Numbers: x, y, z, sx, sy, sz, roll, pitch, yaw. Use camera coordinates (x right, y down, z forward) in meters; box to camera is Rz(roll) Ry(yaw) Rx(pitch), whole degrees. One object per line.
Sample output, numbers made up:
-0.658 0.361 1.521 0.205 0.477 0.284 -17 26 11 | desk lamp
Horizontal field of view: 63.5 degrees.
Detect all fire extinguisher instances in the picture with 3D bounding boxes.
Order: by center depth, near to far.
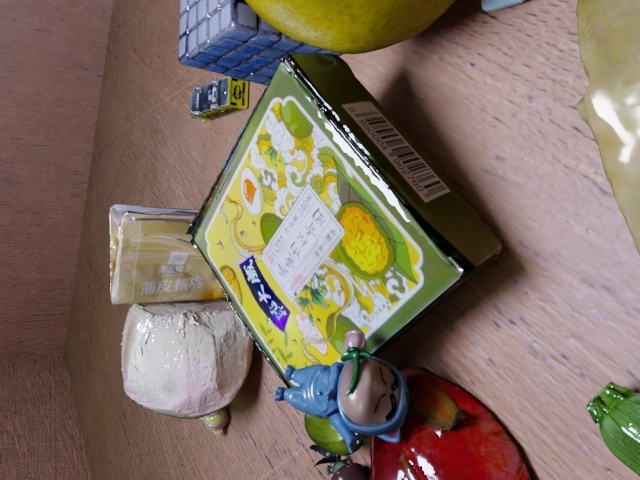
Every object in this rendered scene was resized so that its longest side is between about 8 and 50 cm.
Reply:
0.059 0.423 0.827 0.071 0.099 0.231 -54 47 14 | fire extinguisher

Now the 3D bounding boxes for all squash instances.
0.344 0.210 0.462 0.219 0.068 0.077 39 131 47 | squash
0.017 0.311 0.857 0.258 0.069 0.069 143 122 -73 | squash

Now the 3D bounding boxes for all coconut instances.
-0.300 0.264 1.170 0.297 0.297 0.255 7 91 54 | coconut

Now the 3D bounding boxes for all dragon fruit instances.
0.148 0.335 0.670 0.282 0.100 0.343 -13 66 38 | dragon fruit

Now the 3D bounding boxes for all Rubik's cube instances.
-0.112 -0.446 0.966 0.237 0.237 0.238 -2 88 53 | Rubik's cube

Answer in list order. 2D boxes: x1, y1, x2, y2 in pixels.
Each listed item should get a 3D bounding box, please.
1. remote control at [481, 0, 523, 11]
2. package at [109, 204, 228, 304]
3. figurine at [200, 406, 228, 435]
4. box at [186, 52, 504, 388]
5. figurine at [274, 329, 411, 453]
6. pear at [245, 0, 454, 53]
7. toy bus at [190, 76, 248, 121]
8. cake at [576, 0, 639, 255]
0.242 -0.376 0.651 0.061 0.029 0.162 12 95 52 | remote control
-0.280 0.019 1.120 0.165 0.311 0.221 -17 75 55 | package
-0.281 0.404 1.326 0.083 0.083 0.187 -48 58 42 | figurine
0.000 0.000 0.796 0.373 0.138 0.420 52 133 15 | box
0.029 0.193 0.679 0.114 0.178 0.144 -71 -20 -44 | figurine
0.040 -0.422 0.651 0.418 0.362 0.362 -146 63 -62 | pear
-0.263 -0.358 1.308 0.226 0.074 0.081 3 93 54 | toy bus
0.351 -0.100 0.250 0.321 0.332 0.332 -19 74 51 | cake
